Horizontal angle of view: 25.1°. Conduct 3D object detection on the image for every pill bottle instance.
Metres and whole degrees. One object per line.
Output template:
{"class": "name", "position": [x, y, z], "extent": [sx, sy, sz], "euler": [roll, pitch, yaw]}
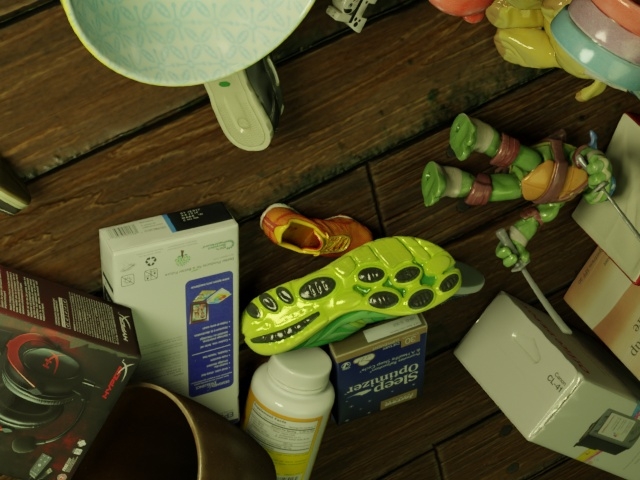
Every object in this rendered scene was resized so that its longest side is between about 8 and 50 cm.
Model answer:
{"class": "pill bottle", "position": [-0.050, 0.246, 1.978], "extent": [0.117, 0.117, 0.215], "euler": [-2, 124, -30]}

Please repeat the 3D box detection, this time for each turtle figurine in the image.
{"class": "turtle figurine", "position": [0.282, -0.047, 1.876], "extent": [0.266, 0.198, 0.274], "euler": [14, 74, -19]}

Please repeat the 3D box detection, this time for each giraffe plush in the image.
{"class": "giraffe plush", "position": [0.331, -0.296, 1.773], "extent": [0.170, 0.210, 0.181], "euler": [-51, 171, -20]}

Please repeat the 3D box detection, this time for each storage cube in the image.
{"class": "storage cube", "position": [0.510, -0.048, 2.032], "extent": [0.193, 0.215, 0.183], "euler": [9, 119, -29]}

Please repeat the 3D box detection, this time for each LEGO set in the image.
{"class": "LEGO set", "position": [0.041, -0.354, 1.592], "extent": [0.093, 0.087, 0.227], "euler": [1, 124, -50]}

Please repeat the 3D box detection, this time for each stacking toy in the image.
{"class": "stacking toy", "position": [0.266, -0.291, 1.628], "extent": [0.309, 0.279, 0.130], "euler": [31, 121, 1]}

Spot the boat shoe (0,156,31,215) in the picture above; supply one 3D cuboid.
{"class": "boat shoe", "position": [-0.416, -0.081, 1.538], "extent": [0.223, 0.080, 0.073], "euler": [32, 109, -37]}

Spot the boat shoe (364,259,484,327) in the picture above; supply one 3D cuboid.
{"class": "boat shoe", "position": [0.136, 0.077, 2.005], "extent": [0.183, 0.065, 0.083], "euler": [-2, 129, -22]}

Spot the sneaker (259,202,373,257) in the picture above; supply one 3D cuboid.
{"class": "sneaker", "position": [0.000, 0.000, 1.856], "extent": [0.175, 0.067, 0.064], "euler": [8, 117, -37]}

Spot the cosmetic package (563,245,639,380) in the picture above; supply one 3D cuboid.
{"class": "cosmetic package", "position": [0.511, 0.127, 2.102], "extent": [0.129, 0.296, 0.153], "euler": [15, 114, -39]}

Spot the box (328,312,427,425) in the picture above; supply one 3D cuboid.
{"class": "box", "position": [0.081, 0.192, 2.033], "extent": [0.136, 0.036, 0.225], "euler": [-19, 146, -12]}

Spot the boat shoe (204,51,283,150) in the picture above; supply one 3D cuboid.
{"class": "boat shoe", "position": [-0.097, -0.217, 1.640], "extent": [0.079, 0.084, 0.233], "euler": [-55, 140, -40]}

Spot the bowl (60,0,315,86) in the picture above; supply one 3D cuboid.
{"class": "bowl", "position": [-0.147, -0.317, 1.459], "extent": [0.289, 0.156, 0.289], "euler": [-16, 130, -20]}

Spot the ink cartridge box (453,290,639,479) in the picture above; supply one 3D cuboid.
{"class": "ink cartridge box", "position": [0.379, 0.224, 2.147], "extent": [0.306, 0.226, 0.131], "euler": [24, 108, -40]}

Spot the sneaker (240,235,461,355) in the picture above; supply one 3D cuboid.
{"class": "sneaker", "position": [0.038, 0.070, 1.895], "extent": [0.295, 0.109, 0.123], "euler": [-17, 175, 2]}

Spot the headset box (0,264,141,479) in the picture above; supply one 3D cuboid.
{"class": "headset box", "position": [-0.390, 0.146, 1.668], "extent": [0.293, 0.110, 0.218], "euler": [22, 113, -26]}

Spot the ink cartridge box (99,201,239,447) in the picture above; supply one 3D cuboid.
{"class": "ink cartridge box", "position": [-0.188, 0.114, 1.832], "extent": [0.165, 0.065, 0.332], "euler": [-14, 128, -22]}

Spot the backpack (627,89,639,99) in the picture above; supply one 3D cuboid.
{"class": "backpack", "position": [0.539, -0.246, 1.921], "extent": [0.253, 0.191, 0.225], "euler": [10, 119, -30]}

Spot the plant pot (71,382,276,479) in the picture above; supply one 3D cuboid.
{"class": "plant pot", "position": [-0.163, 0.300, 1.823], "extent": [0.215, 0.215, 0.230], "euler": [-52, 145, 13]}
